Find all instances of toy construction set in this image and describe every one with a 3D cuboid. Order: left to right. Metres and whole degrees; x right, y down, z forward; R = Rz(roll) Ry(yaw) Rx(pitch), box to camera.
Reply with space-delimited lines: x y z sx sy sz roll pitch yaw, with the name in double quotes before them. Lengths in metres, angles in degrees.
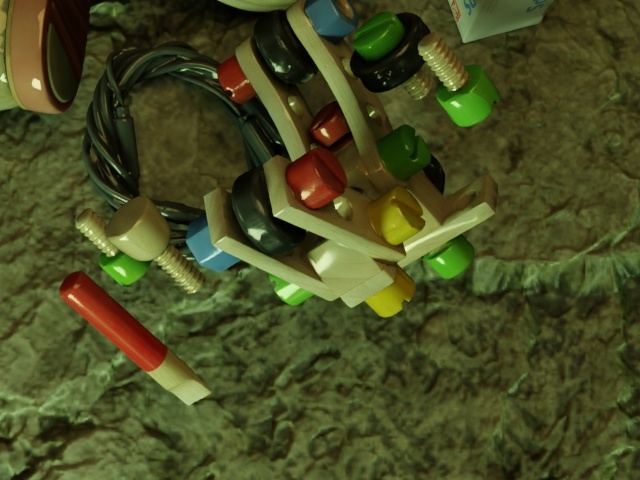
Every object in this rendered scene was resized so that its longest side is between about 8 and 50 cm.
"toy construction set" 0.000 0.000 1.143 0.309 0.257 0.237 -41 119 3

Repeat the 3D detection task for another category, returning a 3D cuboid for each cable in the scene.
"cable" -0.110 -0.071 1.246 0.150 0.047 0.184 -41 87 -12

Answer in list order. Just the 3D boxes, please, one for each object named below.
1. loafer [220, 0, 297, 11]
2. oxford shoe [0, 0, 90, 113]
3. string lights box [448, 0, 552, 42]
"loafer" -0.073 -0.245 1.223 0.268 0.092 0.102 7 78 -39
"oxford shoe" -0.248 -0.263 1.243 0.130 0.123 0.348 -1 65 10
"string lights box" 0.122 -0.310 1.295 0.076 0.133 0.260 -15 76 -12
